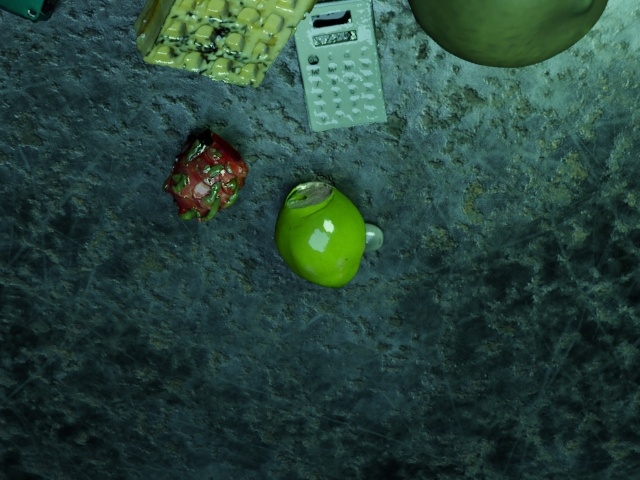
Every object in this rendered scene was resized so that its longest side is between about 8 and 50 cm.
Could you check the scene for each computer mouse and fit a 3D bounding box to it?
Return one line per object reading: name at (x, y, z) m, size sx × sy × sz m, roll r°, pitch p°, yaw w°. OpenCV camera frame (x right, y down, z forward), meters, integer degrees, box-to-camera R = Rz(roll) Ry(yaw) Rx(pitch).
computer mouse at (0.085, -0.003, 2.022) m, size 0.096 × 0.039 × 0.066 m, roll 2°, pitch 122°, yaw 2°

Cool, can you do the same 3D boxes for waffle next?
waffle at (-0.143, -0.438, 1.633) m, size 0.261 × 0.114 × 0.376 m, roll 7°, pitch 141°, yaw -34°

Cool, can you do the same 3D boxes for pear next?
pear at (0.000, 0.000, 1.947) m, size 0.187 × 0.187 × 0.220 m, roll -7°, pitch 124°, yaw 7°

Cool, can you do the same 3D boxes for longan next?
longan at (0.309, -0.447, 1.557) m, size 0.361 × 0.361 × 0.361 m, roll 1°, pitch 122°, yaw 2°

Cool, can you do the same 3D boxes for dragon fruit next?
dragon fruit at (-0.237, -0.122, 1.904) m, size 0.172 × 0.166 × 0.160 m, roll -47°, pitch 149°, yaw 14°

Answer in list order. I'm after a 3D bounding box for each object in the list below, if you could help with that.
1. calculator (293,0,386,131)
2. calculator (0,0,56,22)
calculator at (0.037, -0.338, 1.828) m, size 0.161 × 0.021 × 0.262 m, roll -7°, pitch 122°, yaw 7°
calculator at (-0.567, -0.550, 1.704) m, size 0.248 × 0.058 × 0.274 m, roll 21°, pitch 120°, yaw -11°
